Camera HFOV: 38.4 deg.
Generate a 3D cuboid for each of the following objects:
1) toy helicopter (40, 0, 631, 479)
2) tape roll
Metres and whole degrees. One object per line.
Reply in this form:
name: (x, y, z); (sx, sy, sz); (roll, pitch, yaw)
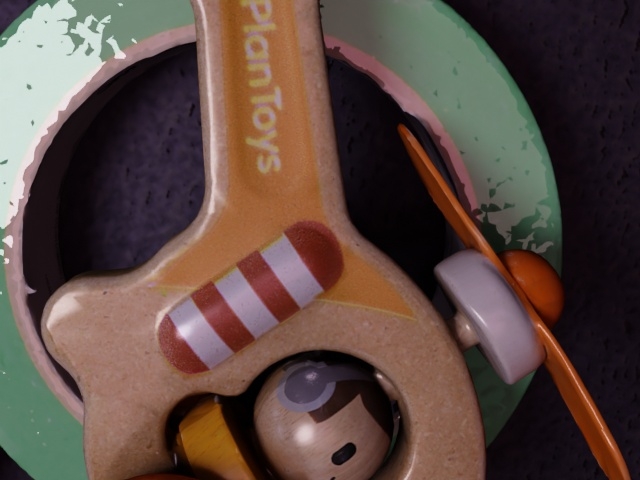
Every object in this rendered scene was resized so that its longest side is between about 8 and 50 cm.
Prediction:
toy helicopter: (0.000, 0.000, 0.386); (0.235, 0.140, 0.355); (-5, 99, -2)
tape roll: (-0.038, 0.005, 0.491); (0.321, 0.077, 0.321); (0, 101, 0)
